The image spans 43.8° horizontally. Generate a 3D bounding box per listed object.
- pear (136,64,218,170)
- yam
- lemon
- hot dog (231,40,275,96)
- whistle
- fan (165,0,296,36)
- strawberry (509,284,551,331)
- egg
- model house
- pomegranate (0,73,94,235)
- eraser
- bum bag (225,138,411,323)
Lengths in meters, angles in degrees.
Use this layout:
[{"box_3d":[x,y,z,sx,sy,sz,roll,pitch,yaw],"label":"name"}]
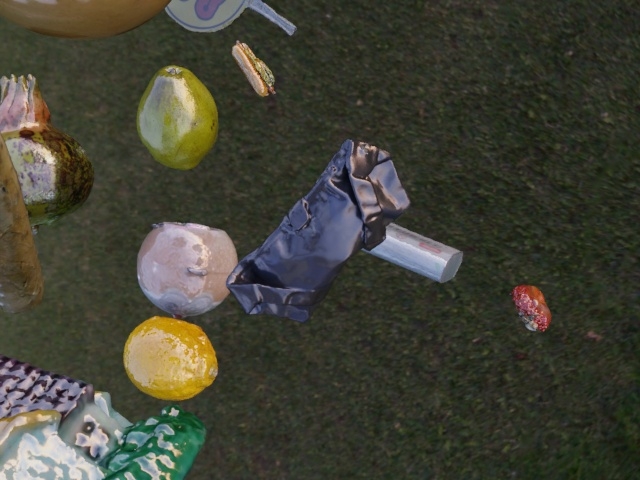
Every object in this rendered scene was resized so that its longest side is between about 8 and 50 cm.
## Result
[{"box_3d":[-0.359,-0.305,2.003,0.212,0.212,0.269,28,129,30],"label":"pear"},{"box_3d":[-0.395,-0.044,0.954,0.083,0.083,0.371,40,149,27],"label":"yam"},{"box_3d":[-0.254,0.205,1.372,0.187,0.142,0.142,15,97,27],"label":"lemon"},{"box_3d":[-0.135,-0.357,1.647,0.041,0.056,0.133,-31,95,22],"label":"hot dog"},{"box_3d":[-0.260,0.046,1.494,0.348,0.189,0.189,-159,77,-71],"label":"whistle"},{"box_3d":[-0.163,-0.451,1.375,0.335,0.011,0.229,39,111,18],"label":"fan"},{"box_3d":[0.431,0.129,1.600,0.048,0.152,0.104,-36,87,31],"label":"strawberry"},{"box_3d":[-0.315,-0.379,1.004,0.322,0.250,0.250,23,101,23],"label":"egg"},{"box_3d":[-0.282,0.200,0.635,0.249,0.280,0.230,41,135,-9],"label":"model house"},{"box_3d":[-0.557,-0.156,1.483,0.276,0.204,0.222,59,165,-20],"label":"pomegranate"},{"box_3d":[0.214,0.021,1.904,0.227,0.174,0.081,22,100,19],"label":"eraser"},{"box_3d":[0.000,0.000,1.108,0.137,0.074,0.310,37,109,-17],"label":"bum bag"}]
